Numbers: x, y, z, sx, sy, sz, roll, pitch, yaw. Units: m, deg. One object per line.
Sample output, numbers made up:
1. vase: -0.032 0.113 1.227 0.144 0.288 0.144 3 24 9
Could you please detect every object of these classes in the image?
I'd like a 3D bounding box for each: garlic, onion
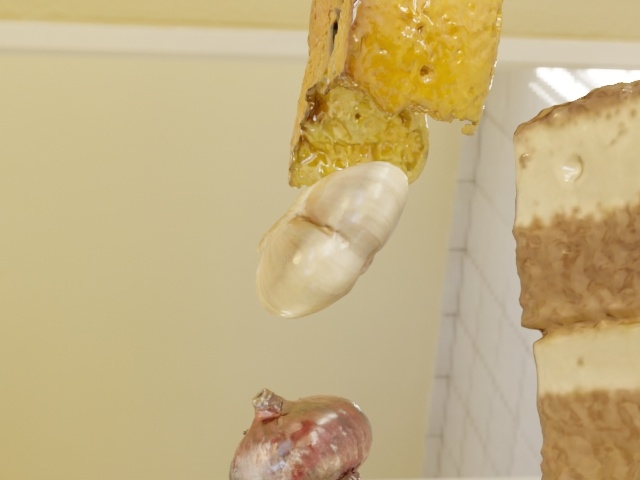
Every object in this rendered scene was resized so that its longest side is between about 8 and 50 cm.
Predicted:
1. garlic: 0.010 0.003 1.102 0.174 0.099 0.124 -54 8 -24
2. onion: -0.013 0.238 1.432 0.098 0.206 0.151 -19 100 48

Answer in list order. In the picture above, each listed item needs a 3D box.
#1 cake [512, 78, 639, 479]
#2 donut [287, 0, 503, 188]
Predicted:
1. cake: 0.302 0.031 0.825 0.282 0.256 0.290 -15 78 44
2. donut: 0.084 -0.254 1.331 0.435 0.164 0.377 137 142 -78
